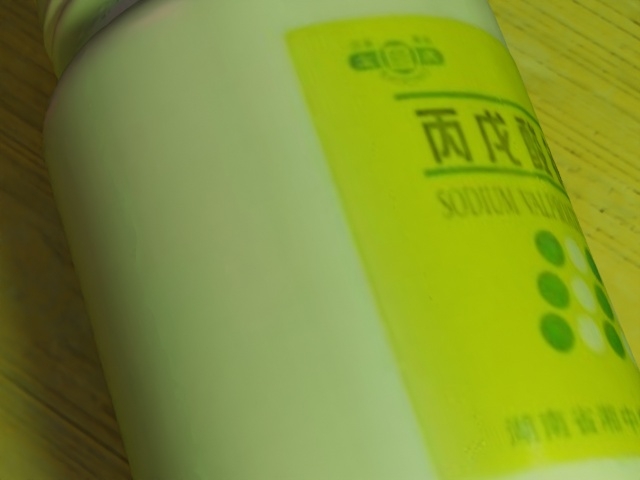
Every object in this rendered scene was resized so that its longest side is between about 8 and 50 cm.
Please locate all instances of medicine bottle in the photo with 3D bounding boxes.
[{"bbox_3d":[0.000,0.000,0.755,0.214,0.213,0.378,-16,67,-8],"label":"medicine bottle"}]
